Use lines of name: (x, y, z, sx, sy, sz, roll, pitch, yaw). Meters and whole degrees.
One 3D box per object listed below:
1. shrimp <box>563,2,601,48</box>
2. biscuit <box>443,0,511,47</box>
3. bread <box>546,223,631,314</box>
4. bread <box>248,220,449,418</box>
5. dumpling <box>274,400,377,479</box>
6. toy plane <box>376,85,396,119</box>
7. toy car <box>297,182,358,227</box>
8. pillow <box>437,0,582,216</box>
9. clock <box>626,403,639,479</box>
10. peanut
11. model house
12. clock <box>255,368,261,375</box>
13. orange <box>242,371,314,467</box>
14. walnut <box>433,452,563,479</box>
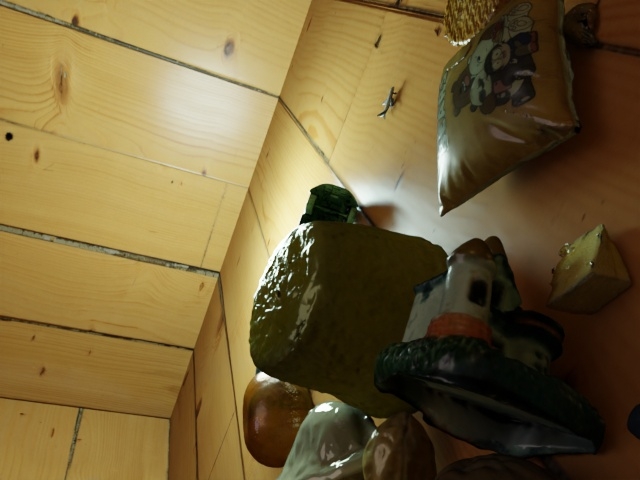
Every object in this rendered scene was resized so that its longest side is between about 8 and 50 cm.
shrimp: (0.389, -0.319, 0.832, 0.059, 0.023, 0.108, -56, 27, 26)
biscuit: (0.324, -0.504, 1.113, 0.254, 0.035, 0.254, -165, 90, -71)
bread: (0.318, 0.025, 0.696, 0.084, 0.080, 0.109, -52, 33, 44)
bread: (0.048, 0.131, 1.015, 0.348, 0.308, 0.348, -165, 90, -70)
dumpling: (-0.005, 0.420, 1.078, 0.187, 0.243, 0.318, 61, 155, 20)
toy plane: (0.172, -0.348, 1.431, 0.084, 0.024, 0.078, -63, 22, 16)
toy car: (0.000, 0.000, 1.508, 0.125, 0.136, 0.306, -60, -12, -84)
pillow: (0.283, -0.230, 0.908, 0.312, 0.119, 0.310, 141, 135, -62)
clock: (0.355, 0.139, 0.424, 0.199, 0.146, 0.243, 26, 105, 37)
peanut: (0.122, 0.424, 0.873, 0.147, 0.147, 0.305, 139, 144, -58)
model house: (0.219, 0.101, 0.718, 0.184, 0.253, 0.291, -36, 32, 51)
clock: (-0.121, 0.370, 1.668, 0.312, 0.061, 0.312, -166, 90, -70)
orange: (-0.103, 0.440, 1.409, 0.240, 0.171, 0.240, 180, 90, -73)
walnut: (0.189, 0.359, 0.609, 0.248, 0.248, 0.248, -166, 90, -70)
